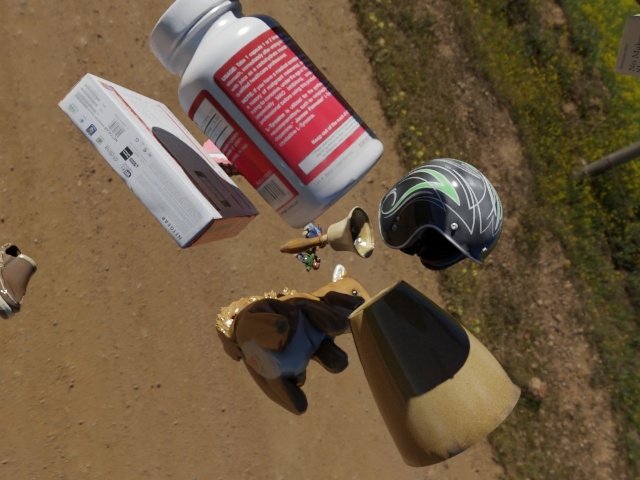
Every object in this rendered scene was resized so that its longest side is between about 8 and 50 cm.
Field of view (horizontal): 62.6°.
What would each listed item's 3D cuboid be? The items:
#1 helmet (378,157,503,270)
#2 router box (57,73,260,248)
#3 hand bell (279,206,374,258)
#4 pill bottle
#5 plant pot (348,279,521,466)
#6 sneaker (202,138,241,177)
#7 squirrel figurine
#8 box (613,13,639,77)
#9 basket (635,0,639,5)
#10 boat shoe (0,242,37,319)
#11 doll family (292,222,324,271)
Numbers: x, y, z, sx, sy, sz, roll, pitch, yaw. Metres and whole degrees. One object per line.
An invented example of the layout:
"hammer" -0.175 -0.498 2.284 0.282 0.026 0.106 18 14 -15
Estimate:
"helmet" 0.184 -0.038 0.778 0.169 0.161 0.170 26 53 -42
"router box" -0.290 -0.145 1.031 0.335 0.082 0.301 48 9 3
"hand bell" 0.000 0.000 1.316 0.126 0.241 0.126 25 59 -54
"pill bottle" -0.097 -0.238 0.935 0.408 0.229 0.229 48 44 -8
"plant pot" 0.165 0.205 0.903 0.254 0.237 0.237 54 42 3
"sneaker" -0.238 -0.270 1.660 0.313 0.116 0.136 6 62 5
"squirrel figurine" -0.061 0.208 1.417 0.370 0.396 0.281 -33 117 -36
"box" 0.686 -0.332 0.935 0.094 0.275 0.113 -18 123 -27
"basket" 0.521 -0.565 0.832 0.299 0.223 0.213 49 21 13
"boat shoe" -0.606 0.062 1.021 0.095 0.257 0.095 -37 127 -20
"doll family" -0.025 0.017 1.663 0.111 0.076 0.193 35 62 -24
